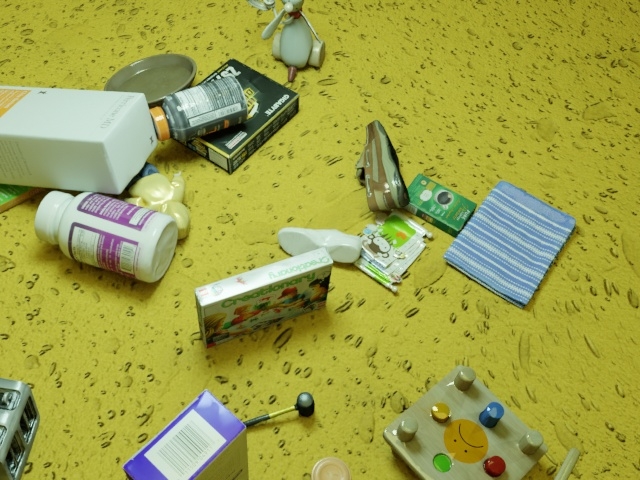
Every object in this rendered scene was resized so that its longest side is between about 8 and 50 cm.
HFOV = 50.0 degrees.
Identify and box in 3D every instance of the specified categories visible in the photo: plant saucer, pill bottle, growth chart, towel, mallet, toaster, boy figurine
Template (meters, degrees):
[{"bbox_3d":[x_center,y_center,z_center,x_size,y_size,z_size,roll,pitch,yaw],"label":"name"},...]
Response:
[{"bbox_3d":[-0.487,-0.454,1.984,0.278,0.041,0.277,-8,43,8],"label":"plant saucer"},{"bbox_3d":[-0.509,-0.018,1.632,0.302,0.169,0.169,17,55,6],"label":"pill bottle"},{"bbox_3d":[0.178,0.014,1.768,0.172,0.021,0.237,30,56,16],"label":"growth chart"},{"bbox_3d":[0.502,-0.003,1.794,0.243,0.040,0.336,33,58,15],"label":"towel"},{"bbox_3d":[-0.326,-0.340,1.814,0.246,0.130,0.130,-22,59,-19],"label":"pill bottle"},{"bbox_3d":[0.022,0.487,1.414,0.084,0.013,0.083,3,54,-4],"label":"plant saucer"},{"bbox_3d":[-0.101,0.378,1.473,0.190,0.062,0.039,-21,56,-2],"label":"mallet"},{"bbox_3d":[-0.636,0.381,1.337,0.110,0.185,0.168,8,46,-3],"label":"toaster"},{"bbox_3d":[-0.418,-0.117,1.761,0.177,0.092,0.285,-35,65,-27],"label":"boy figurine"}]

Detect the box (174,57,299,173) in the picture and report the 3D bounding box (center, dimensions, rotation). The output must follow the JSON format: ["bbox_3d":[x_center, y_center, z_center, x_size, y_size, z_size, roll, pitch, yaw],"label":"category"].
[{"bbox_3d":[-0.256,-0.364,1.964,0.257,0.079,0.322,31,58,19],"label":"box"}]

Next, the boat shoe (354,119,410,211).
[{"bbox_3d":[0.149,-0.203,1.860,0.120,0.122,0.324,-22,43,13],"label":"boat shoe"}]

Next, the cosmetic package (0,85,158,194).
[{"bbox_3d":[-0.671,-0.258,1.717,0.454,0.161,0.230,6,42,13],"label":"cosmetic package"}]

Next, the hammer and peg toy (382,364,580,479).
[{"bbox_3d":[0.339,0.450,1.404,0.266,0.127,0.361,-34,64,-28],"label":"hammer and peg toy"}]

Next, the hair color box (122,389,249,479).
[{"bbox_3d":[-0.228,0.425,1.233,0.110,0.338,0.185,37,59,21],"label":"hair color box"}]

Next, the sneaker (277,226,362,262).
[{"bbox_3d":[0.000,0.000,1.738,0.212,0.080,0.094,12,35,6],"label":"sneaker"}]

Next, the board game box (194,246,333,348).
[{"bbox_3d":[-0.125,0.130,1.548,0.305,0.193,0.053,-18,58,-17],"label":"board game box"}]

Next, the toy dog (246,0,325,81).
[{"bbox_3d":[-0.088,-0.599,2.035,0.220,0.334,0.160,2,68,26],"label":"toy dog"}]

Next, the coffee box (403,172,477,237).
[{"bbox_3d":[0.314,-0.095,1.846,0.184,0.040,0.113,30,59,16],"label":"coffee box"}]

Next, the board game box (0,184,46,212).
[{"bbox_3d":[-0.811,-0.140,1.772,0.259,0.039,0.124,-32,62,-28],"label":"board game box"}]
